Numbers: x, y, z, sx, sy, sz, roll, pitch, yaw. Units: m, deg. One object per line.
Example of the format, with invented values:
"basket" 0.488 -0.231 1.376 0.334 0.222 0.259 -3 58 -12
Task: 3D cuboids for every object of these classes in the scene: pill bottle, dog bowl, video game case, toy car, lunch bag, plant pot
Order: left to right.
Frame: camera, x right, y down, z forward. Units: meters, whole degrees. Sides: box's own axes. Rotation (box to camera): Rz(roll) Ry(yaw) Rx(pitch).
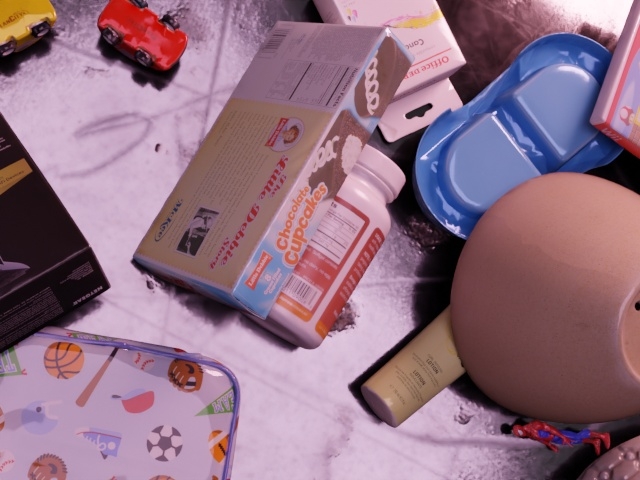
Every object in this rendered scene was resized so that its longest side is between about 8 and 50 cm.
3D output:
"toy car" -0.267 -0.297 1.219 0.239 0.053 0.225 2 82 -12
"lunch bag" -0.240 0.217 1.128 0.303 0.115 0.243 11 82 -11
"pill bottle" 0.000 0.000 1.202 0.121 0.121 0.216 34 77 -6
"dog bowl" 0.230 -0.114 1.291 0.297 0.074 0.166 -39 92 -13
"plant pot" 0.308 0.076 1.181 0.284 0.191 0.284 -4 100 -23
"video game case" 0.458 -0.156 1.323 0.285 0.025 0.204 30 72 -23

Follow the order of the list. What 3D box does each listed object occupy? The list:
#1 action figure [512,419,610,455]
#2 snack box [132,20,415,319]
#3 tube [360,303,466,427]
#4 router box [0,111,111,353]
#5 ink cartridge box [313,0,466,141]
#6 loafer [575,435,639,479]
"action figure" 0.275 0.227 1.274 0.115 0.038 0.030 14 63 -11
"snack box" -0.052 -0.086 1.170 0.060 0.187 0.322 40 74 -39
"tube" 0.152 0.114 1.254 0.240 0.062 0.070 -37 132 -19
"router box" -0.399 0.024 1.078 0.309 0.081 0.243 -31 58 -14
"ink cartridge box" 0.087 -0.227 1.277 0.115 0.067 0.198 -27 89 -14
"loafer" 0.318 0.337 1.244 0.319 0.112 0.111 -37 128 -12
